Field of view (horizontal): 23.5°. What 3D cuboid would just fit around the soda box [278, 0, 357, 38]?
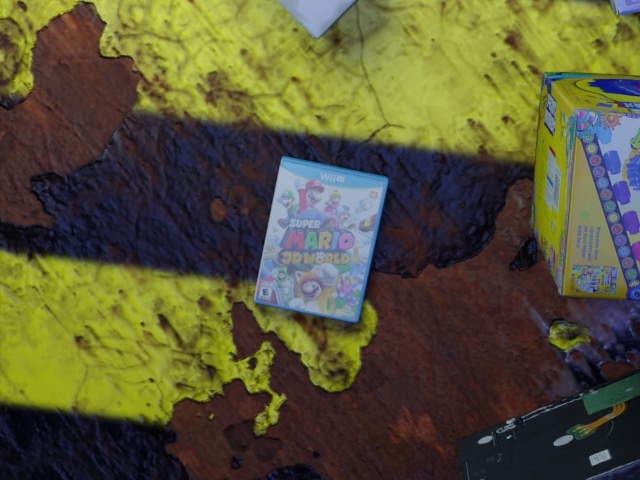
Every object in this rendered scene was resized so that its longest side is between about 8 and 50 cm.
[{"bbox_3d":[-0.069,-0.340,1.562,0.286,0.091,0.098,44,100,-9],"label":"soda box"}]

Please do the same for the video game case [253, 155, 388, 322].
[{"bbox_3d":[0.000,0.000,1.684,0.119,0.015,0.166,11,104,0],"label":"video game case"}]

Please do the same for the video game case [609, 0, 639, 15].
[{"bbox_3d":[0.405,-0.376,1.549,0.269,0.061,0.244,-12,103,5],"label":"video game case"}]

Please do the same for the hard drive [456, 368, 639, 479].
[{"bbox_3d":[0.313,0.215,1.612,0.339,0.237,0.064,-24,102,7],"label":"hard drive"}]

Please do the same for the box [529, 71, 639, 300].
[{"bbox_3d":[0.363,-0.056,1.514,0.279,0.290,0.177,3,103,1],"label":"box"}]
